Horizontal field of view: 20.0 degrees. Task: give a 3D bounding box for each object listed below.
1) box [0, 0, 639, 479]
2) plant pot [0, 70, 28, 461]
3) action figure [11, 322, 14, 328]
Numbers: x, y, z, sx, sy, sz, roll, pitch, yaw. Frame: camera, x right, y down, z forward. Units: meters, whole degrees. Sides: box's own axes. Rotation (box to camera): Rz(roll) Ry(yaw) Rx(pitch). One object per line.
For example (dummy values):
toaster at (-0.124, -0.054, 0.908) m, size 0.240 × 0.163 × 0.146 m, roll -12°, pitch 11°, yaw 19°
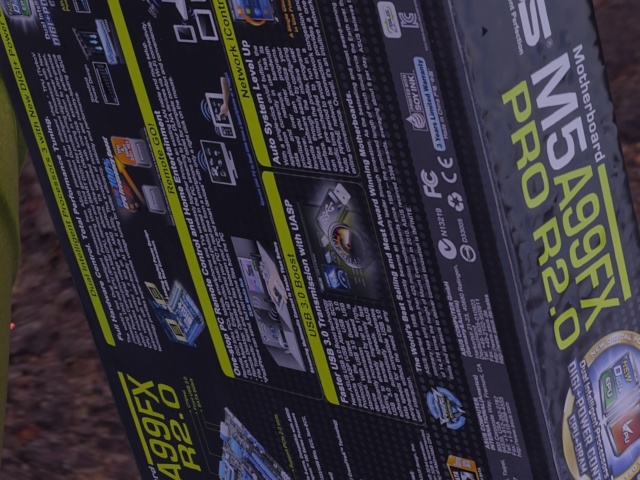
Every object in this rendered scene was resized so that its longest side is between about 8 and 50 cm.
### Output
box at (0.000, 0.000, 0.583) m, size 0.060 × 0.216 × 0.270 m, roll -33°, pitch 119°, yaw -36°
plant pot at (-0.274, 0.113, 0.677) m, size 0.366 × 0.366 × 0.353 m, roll -3°, pitch 62°, yaw -17°
action figure at (-0.284, 0.024, 1.448) m, size 0.038 × 0.030 × 0.115 m, roll -23°, pitch 100°, yaw 5°
